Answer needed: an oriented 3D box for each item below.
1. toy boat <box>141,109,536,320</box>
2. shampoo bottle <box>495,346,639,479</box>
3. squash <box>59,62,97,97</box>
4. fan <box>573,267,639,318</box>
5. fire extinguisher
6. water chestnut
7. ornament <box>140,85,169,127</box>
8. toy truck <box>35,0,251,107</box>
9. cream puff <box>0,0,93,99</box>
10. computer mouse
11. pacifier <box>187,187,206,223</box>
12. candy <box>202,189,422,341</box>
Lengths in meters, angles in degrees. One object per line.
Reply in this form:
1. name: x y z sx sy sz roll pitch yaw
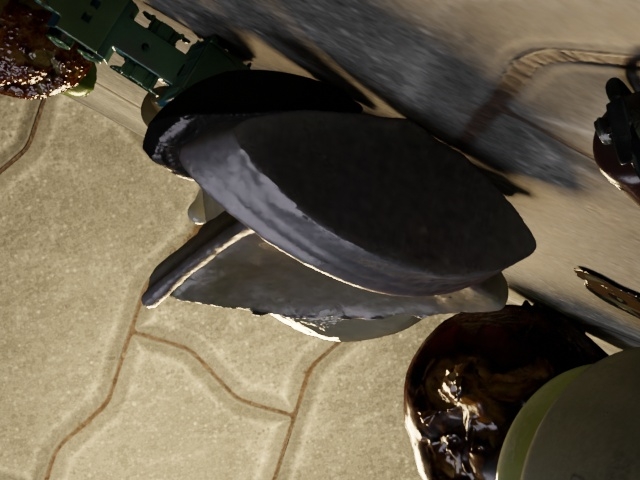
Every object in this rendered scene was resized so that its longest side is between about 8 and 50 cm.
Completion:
1. toy boat: 0.016 0.001 0.897 0.276 0.111 0.293 12 158 -9
2. shampoo bottle: 0.359 0.271 1.193 0.322 0.322 0.317 29 170 -24
3. squash: -0.363 -0.244 1.314 0.082 0.082 0.292 26 178 39
4. fan: 0.332 0.080 1.162 0.152 0.008 0.226 26 176 25
5. fire extinguisher: 0.155 -0.026 0.499 0.158 0.043 0.064 31 -141 -46
6. water chestnut: 0.264 0.240 1.690 0.335 0.335 0.347 27 -172 29
7. ornament: -0.129 -0.129 1.346 0.245 0.061 0.230 25 180 -38
8. toy truck: -0.138 -0.156 0.923 0.175 0.067 0.081 32 171 -17
9. cream puff: -0.307 -0.197 1.227 0.149 0.084 0.149 -1 166 0
10. computer mouse: -0.049 -0.090 0.878 0.172 0.057 0.099 -7 147 4
11. pacifier: -0.141 -0.058 1.395 0.081 0.078 0.099 16 180 13
12. candy: 0.000 0.000 1.208 0.295 0.185 0.295 24 -179 -1
